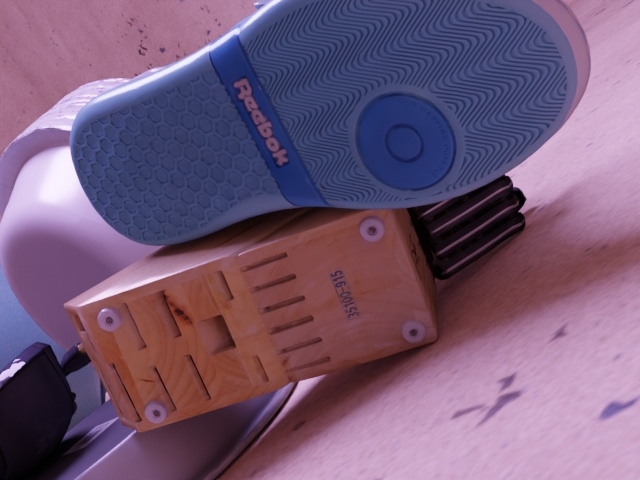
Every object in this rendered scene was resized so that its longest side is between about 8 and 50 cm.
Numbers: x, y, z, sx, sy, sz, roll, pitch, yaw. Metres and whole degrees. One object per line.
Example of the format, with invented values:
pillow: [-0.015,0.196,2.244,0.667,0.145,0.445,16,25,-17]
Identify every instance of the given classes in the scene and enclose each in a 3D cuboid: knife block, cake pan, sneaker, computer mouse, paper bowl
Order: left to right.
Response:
computer mouse: [-0.216,0.135,0.783,0.184,0.060,0.262,-47,0,-40]
cake pan: [-0.147,0.159,0.722,0.293,0.054,0.293,-36,6,5]
paper bowl: [-0.169,0.012,0.894,0.284,0.284,0.148,-31,17,47]
knife block: [0.000,0.000,0.662,0.275,0.088,0.242,-19,16,11]
sneaker: [0.021,-0.104,0.585,0.319,0.127,0.208,-7,23,35]

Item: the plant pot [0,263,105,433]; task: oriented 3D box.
plant pot: [-0.361,0.151,1.204,0.195,0.290,0.290,-1,1,-9]
